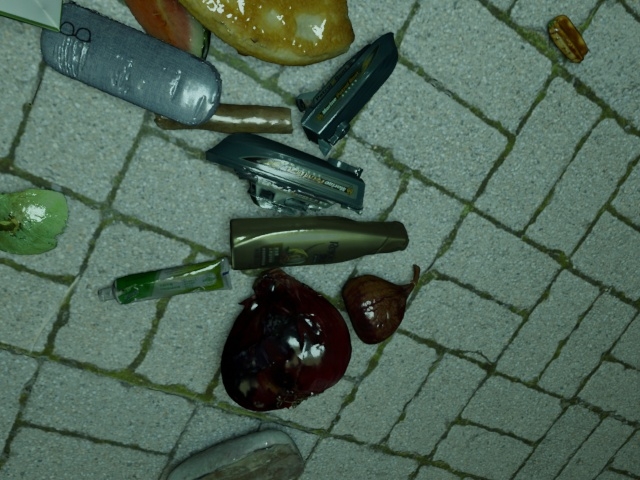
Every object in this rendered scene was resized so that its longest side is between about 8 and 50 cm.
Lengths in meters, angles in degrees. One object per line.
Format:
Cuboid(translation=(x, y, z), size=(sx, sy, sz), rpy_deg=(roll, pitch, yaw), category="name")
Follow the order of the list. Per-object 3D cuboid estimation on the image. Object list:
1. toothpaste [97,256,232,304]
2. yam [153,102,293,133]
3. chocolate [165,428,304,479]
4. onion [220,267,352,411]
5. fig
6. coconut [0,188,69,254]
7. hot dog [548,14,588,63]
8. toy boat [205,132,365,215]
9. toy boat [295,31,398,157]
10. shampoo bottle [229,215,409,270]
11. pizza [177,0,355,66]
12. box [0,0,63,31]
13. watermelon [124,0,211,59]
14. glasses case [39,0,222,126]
Cuboid(translation=(-0.300, 0.085, 0.837), size=(0.247, 0.047, 0.078), rpy_deg=(-10, 116, -13), category="toothpaste")
Cuboid(translation=(-0.165, -0.215, 0.752), size=(0.240, 0.057, 0.057), rpy_deg=(-1, 110, -13), category="yam")
Cuboid(translation=(-0.195, 0.528, 0.998), size=(0.302, 0.100, 0.185), rpy_deg=(-19, 124, -3), category="chocolate")
Cuboid(translation=(-0.076, 0.218, 0.853), size=(0.280, 0.221, 0.282), rpy_deg=(1, 94, 11), category="onion")
Cuboid(translation=(0.149, 0.131, 0.923), size=(0.200, 0.134, 0.146), rpy_deg=(-20, 123, -15), category="fig")
Cuboid(translation=(-0.513, -0.029, 0.734), size=(0.157, 0.055, 0.133), rpy_deg=(-23, 112, -3), category="coconut")
Cuboid(translation=(0.491, -0.398, 0.853), size=(0.122, 0.037, 0.049), rpy_deg=(35, 88, -28), category="hot dog")
Cuboid(translation=(-0.063, -0.112, 0.780), size=(0.295, 0.114, 0.122), rpy_deg=(14, 98, -19), category="toy boat")
Cuboid(translation=(0.050, -0.274, 0.761), size=(0.103, 0.093, 0.246), rpy_deg=(41, 92, 9), category="toy boat")
Cuboid(translation=(0.000, 0.000, 0.844), size=(0.349, 0.084, 0.126), rpy_deg=(-2, 148, -14), category="shampoo bottle")
Cuboid(translation=(-0.094, -0.424, 0.630), size=(0.408, 0.114, 0.278), rpy_deg=(15, 101, -37), category="pizza")
Cuboid(translation=(-0.438, -0.396, 0.529), size=(0.148, 0.177, 0.195), rpy_deg=(18, 107, 6), category="box")
Cuboid(translation=(-0.245, -0.378, 0.672), size=(0.119, 0.063, 0.245), rpy_deg=(-23, 115, 10), category="watermelon")
Cuboid(translation=(-0.292, -0.271, 0.671), size=(0.282, 0.067, 0.109), rpy_deg=(22, 101, -5), category="glasses case")
